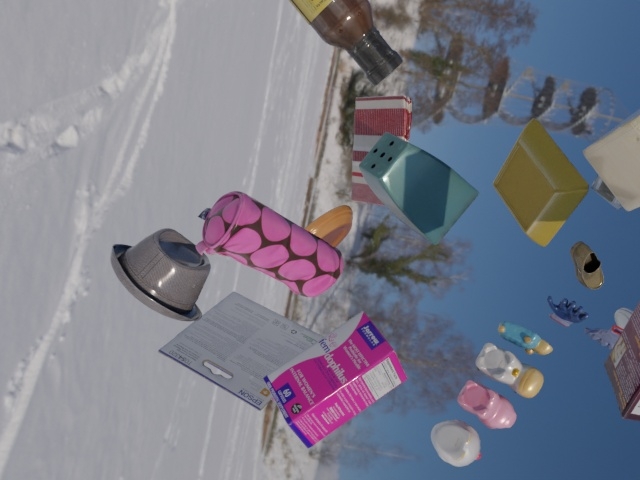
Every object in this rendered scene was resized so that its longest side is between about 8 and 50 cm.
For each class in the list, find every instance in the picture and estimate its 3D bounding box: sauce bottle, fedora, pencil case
[{"bbox_3d":[0.011,-0.425,1.006,0.111,0.344,0.111,-39,-166,12],"label":"sauce bottle"},{"bbox_3d":[-0.328,0.059,1.267,0.124,0.244,0.275,-46,164,5],"label":"fedora"},{"bbox_3d":[-0.066,0.013,0.799,0.098,0.209,0.095,-58,-144,3],"label":"pencil case"}]

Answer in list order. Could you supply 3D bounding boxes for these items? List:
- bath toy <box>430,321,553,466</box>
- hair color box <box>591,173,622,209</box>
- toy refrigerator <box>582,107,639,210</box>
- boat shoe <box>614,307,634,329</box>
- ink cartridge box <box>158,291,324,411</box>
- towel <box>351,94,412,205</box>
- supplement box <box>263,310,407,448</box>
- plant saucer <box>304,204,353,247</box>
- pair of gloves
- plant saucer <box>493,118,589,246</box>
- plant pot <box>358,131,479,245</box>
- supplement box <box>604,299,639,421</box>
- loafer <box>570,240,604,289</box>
[{"bbox_3d":[0.391,0.362,1.311,0.348,0.151,0.129,-54,149,-7],"label":"bath toy"},{"bbox_3d":[1.008,-0.274,1.715,0.374,0.113,0.185,-35,153,-11],"label":"hair color box"},{"bbox_3d":[0.489,-0.156,0.770,0.270,0.102,0.094,-32,174,-25],"label":"toy refrigerator"},{"bbox_3d":[0.911,0.279,1.669,0.226,0.076,0.083,-104,-162,-55],"label":"boat shoe"},{"bbox_3d":[-0.204,0.299,1.545,0.330,0.324,0.071,-40,148,-50],"label":"ink cartridge box"},{"bbox_3d":[0.182,-0.273,1.759,0.237,0.037,0.328,16,-73,51],"label":"towel"},{"bbox_3d":[0.028,0.247,1.027,0.111,0.220,0.114,50,-10,44],"label":"supplement box"},{"bbox_3d":[0.000,0.000,1.295,0.200,0.037,0.200,-38,165,-12],"label":"plant saucer"},{"bbox_3d":[0.580,0.180,1.244,0.023,0.198,0.159,-54,162,-11],"label":"pair of gloves"},{"bbox_3d":[0.722,-0.189,1.973,0.332,0.081,0.332,102,-30,-54],"label":"plant saucer"},{"bbox_3d":[0.216,-0.137,1.361,0.165,0.234,0.166,-51,-144,4],"label":"plant pot"},{"bbox_3d":[0.466,0.147,0.768,0.104,0.081,0.188,-75,174,-55],"label":"supplement box"},{"bbox_3d":[0.636,0.068,1.360,0.056,0.148,0.050,-38,-152,4],"label":"loafer"}]
